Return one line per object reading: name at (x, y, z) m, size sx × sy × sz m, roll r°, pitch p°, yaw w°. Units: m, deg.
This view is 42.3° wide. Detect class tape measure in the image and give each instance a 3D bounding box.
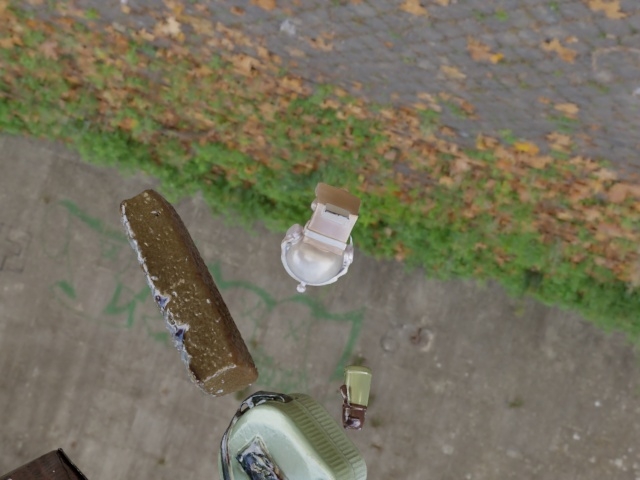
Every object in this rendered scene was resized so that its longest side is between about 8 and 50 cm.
tape measure at (-0.069, 0.341, 1.189) m, size 0.207 × 0.235 × 0.115 m, roll 47°, pitch -151°, yaw 21°

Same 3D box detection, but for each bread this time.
bread at (-0.260, 0.099, 1.584) m, size 0.416 × 0.113 × 0.165 m, roll 60°, pitch 177°, yaw 24°

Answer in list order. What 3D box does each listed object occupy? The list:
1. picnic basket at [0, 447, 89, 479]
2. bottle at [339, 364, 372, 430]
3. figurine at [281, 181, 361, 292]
picnic basket at (-0.368, 0.447, 1.241) m, size 0.222 × 0.129 × 0.297 m, roll 25°, pitch 143°, yaw 45°
bottle at (0.054, 0.252, 1.324) m, size 0.063 × 0.101 × 0.047 m, roll 18°, pitch 158°, yaw -27°
figurine at (0.000, 0.002, 1.812) m, size 0.162 × 0.236 × 0.141 m, roll 16°, pitch -155°, yaw -10°
